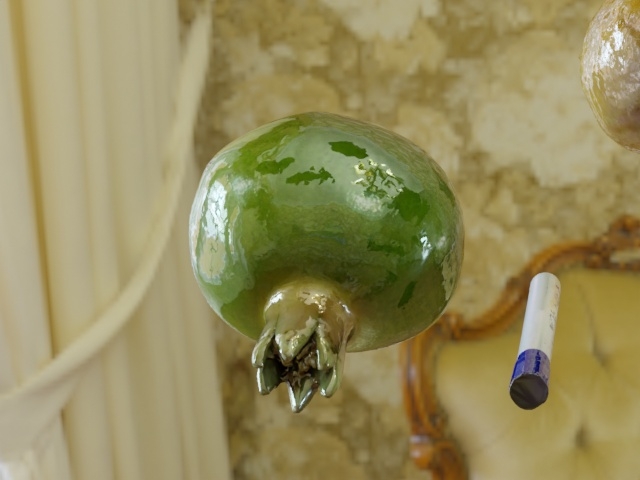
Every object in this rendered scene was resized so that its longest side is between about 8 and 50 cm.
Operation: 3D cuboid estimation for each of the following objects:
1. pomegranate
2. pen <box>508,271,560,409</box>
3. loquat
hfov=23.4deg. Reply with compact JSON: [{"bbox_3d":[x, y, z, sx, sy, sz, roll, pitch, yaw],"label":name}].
[{"bbox_3d":[0.000,0.000,1.681,0.310,0.216,0.358,7,43,7],"label":"pomegranate"},{"bbox_3d":[0.191,0.083,1.358,0.033,0.033,0.269,3,17,11],"label":"pen"},{"bbox_3d":[0.358,-0.184,1.499,0.238,0.193,0.238,-20,2,1],"label":"loquat"}]
